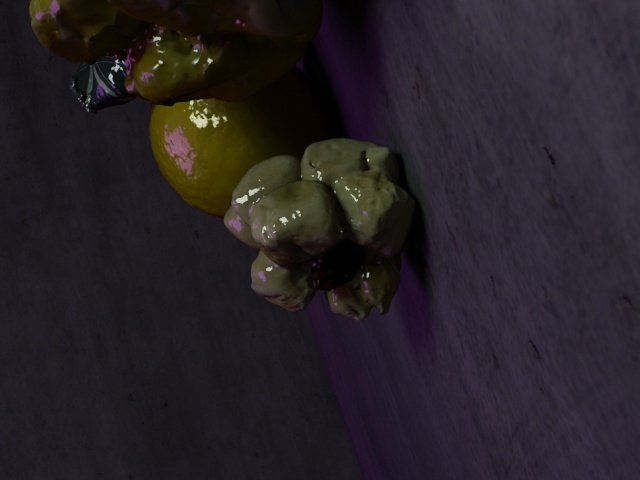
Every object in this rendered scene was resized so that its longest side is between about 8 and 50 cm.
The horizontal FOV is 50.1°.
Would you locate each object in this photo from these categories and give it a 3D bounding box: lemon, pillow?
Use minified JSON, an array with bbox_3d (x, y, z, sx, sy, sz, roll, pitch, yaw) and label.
[{"bbox_3d":[-0.098,-0.132,0.925,0.219,0.240,0.240,52,164,28],"label":"lemon"},{"bbox_3d":[-0.183,-0.289,0.873,0.092,0.335,0.161,49,-170,-34],"label":"pillow"}]

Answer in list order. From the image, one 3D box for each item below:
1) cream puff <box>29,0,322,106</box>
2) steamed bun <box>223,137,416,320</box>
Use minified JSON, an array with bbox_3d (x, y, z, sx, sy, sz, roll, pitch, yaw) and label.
[{"bbox_3d":[-0.159,-0.269,0.616,0.257,0.324,0.291,-38,54,38],"label":"cream puff"},{"bbox_3d":[0.000,0.000,0.674,0.106,0.192,0.177,-93,3,-50],"label":"steamed bun"}]
